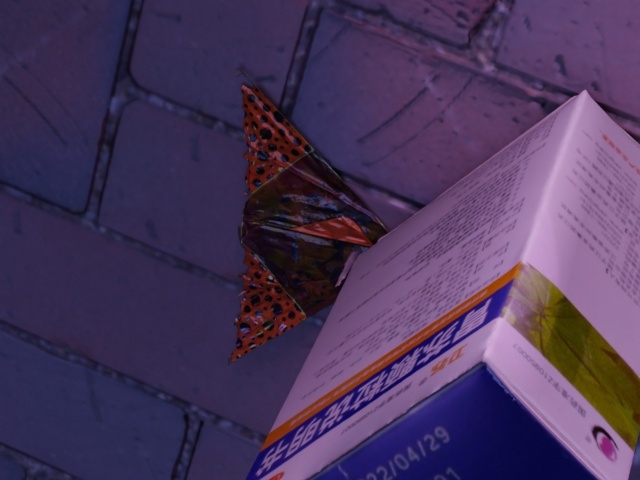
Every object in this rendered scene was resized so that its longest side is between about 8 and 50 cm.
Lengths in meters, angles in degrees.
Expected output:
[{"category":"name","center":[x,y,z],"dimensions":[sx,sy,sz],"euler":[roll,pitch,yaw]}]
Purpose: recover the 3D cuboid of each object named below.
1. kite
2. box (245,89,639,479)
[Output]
[{"category":"kite","center":[0.000,-0.001,1.209],"dimensions":[0.125,0.008,0.222],"euler":[12,120,15]},{"category":"box","center":[0.085,0.065,1.034],"dimensions":[0.106,0.299,0.200],"euler":[45,123,-12]}]
